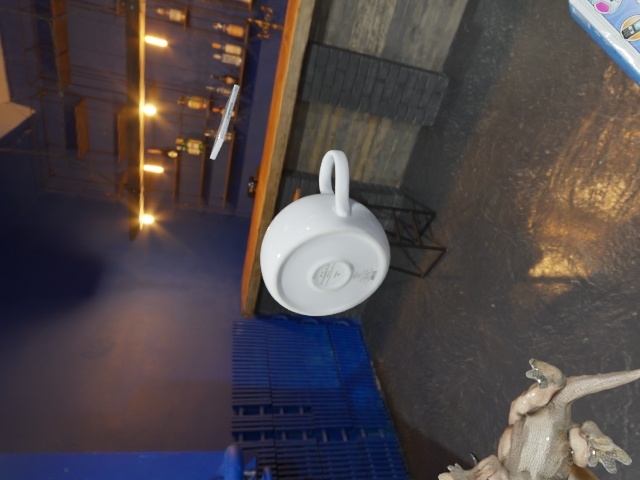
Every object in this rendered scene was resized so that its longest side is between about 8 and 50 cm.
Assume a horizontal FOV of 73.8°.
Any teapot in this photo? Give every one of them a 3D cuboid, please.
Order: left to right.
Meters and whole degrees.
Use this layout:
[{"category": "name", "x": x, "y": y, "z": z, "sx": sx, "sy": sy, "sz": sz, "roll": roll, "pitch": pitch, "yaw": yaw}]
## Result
[{"category": "teapot", "x": 0.000, "y": 0.000, "z": 0.803, "sx": 0.256, "sy": 0.252, "sz": 0.187, "roll": -32, "pitch": 41, "yaw": 13}]

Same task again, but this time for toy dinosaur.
[{"category": "toy dinosaur", "x": 0.253, "y": 0.254, "z": 0.509, "sx": 0.296, "sy": 0.127, "sz": 0.200, "roll": -52, "pitch": -32, "yaw": -9}]

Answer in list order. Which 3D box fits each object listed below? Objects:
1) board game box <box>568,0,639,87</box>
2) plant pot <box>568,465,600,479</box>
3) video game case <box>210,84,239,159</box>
[{"category": "board game box", "x": 0.570, "y": -0.330, "z": 0.563, "sx": 0.302, "sy": 0.086, "sz": 0.308, "roll": -41, "pitch": 77, "yaw": 31}, {"category": "plant pot", "x": 0.365, "y": 0.450, "z": 0.619, "sx": 0.236, "sy": 0.032, "sz": 0.237, "roll": -174, "pitch": 90, "yaw": -85}, {"category": "video game case", "x": -0.185, "y": -0.227, "z": 0.822, "sx": 0.087, "sy": 0.011, "sz": 0.122, "roll": -31, "pitch": 45, "yaw": 61}]
